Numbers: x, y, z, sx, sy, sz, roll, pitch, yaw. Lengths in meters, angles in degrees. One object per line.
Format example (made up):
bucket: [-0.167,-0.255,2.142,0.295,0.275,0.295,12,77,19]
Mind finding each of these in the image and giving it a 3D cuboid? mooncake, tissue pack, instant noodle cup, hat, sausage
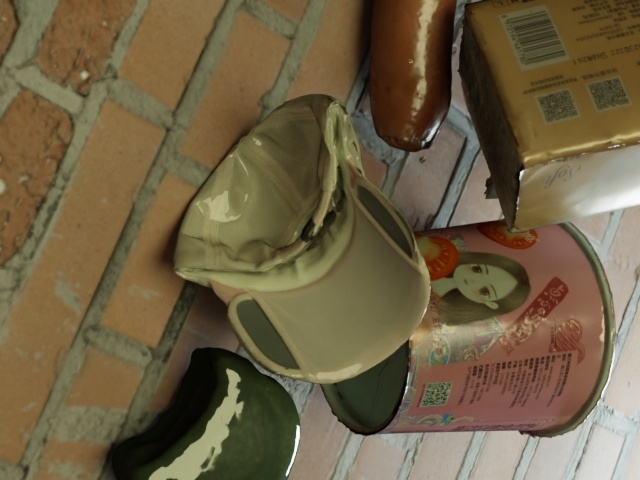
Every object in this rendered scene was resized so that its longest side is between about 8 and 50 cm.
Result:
mooncake: [-0.110,0.187,1.227,0.175,0.104,0.169,-21,111,-31]
tissue pack: [0.308,-0.127,1.302,0.305,0.238,0.239,-13,106,-3]
instant noodle cup: [0.131,0.090,1.324,0.231,0.243,0.243,-2,98,-29]
hat: [0.000,0.000,1.212,0.219,0.164,0.226,-41,101,16]
sausage: [0.106,-0.299,1.331,0.094,0.094,0.419,6,93,-10]
